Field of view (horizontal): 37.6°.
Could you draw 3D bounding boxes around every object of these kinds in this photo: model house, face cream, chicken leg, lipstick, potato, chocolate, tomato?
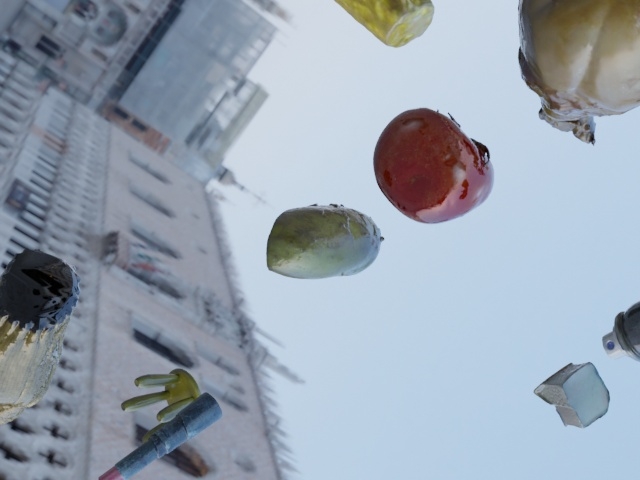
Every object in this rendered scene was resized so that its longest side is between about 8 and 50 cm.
[{"bbox_3d":[0.462,0.283,1.726,0.087,0.101,0.100,-31,-174,-22],"label":"model house"},{"bbox_3d":[0.456,0.071,1.100,0.283,0.073,0.073,-35,-151,40],"label":"face cream"},{"bbox_3d":[0.285,-0.237,0.984,0.181,0.409,0.295,-11,-105,8],"label":"chicken leg"},{"bbox_3d":[-0.266,0.341,1.560,0.234,0.053,0.053,-35,-172,-33],"label":"lipstick"},{"bbox_3d":[0.000,0.000,1.776,0.176,0.298,0.141,7,-85,36],"label":"potato"},{"bbox_3d":[0.000,-0.448,1.267,0.162,0.162,0.445,-45,-112,26],"label":"chocolate"},{"bbox_3d":[0.162,-0.099,1.351,0.151,0.187,0.187,-52,-159,1],"label":"tomato"}]

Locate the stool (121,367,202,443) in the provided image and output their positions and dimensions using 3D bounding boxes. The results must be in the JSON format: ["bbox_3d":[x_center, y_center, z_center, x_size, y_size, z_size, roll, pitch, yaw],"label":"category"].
[{"bbox_3d":[-0.295,0.308,1.774,0.135,0.110,0.134,5,-75,45],"label":"stool"}]

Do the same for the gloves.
[{"bbox_3d":[-0.446,0.160,1.317,0.356,0.155,0.203,-39,-144,33],"label":"gloves"}]
